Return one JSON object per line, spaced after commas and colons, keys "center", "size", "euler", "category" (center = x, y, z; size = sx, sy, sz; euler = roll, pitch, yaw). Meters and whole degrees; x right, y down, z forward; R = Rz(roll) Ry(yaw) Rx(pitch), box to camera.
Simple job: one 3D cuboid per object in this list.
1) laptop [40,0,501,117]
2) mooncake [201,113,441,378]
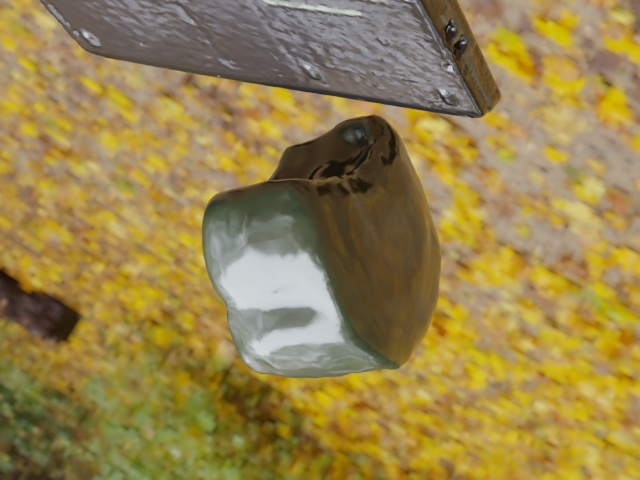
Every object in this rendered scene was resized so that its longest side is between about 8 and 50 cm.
{"center": [-0.041, -0.102, 0.604], "size": [0.207, 0.026, 0.154], "euler": [14, 159, 28], "category": "laptop"}
{"center": [0.000, 0.000, 0.914], "size": [0.104, 0.168, 0.175], "euler": [-5, 165, 26], "category": "mooncake"}
